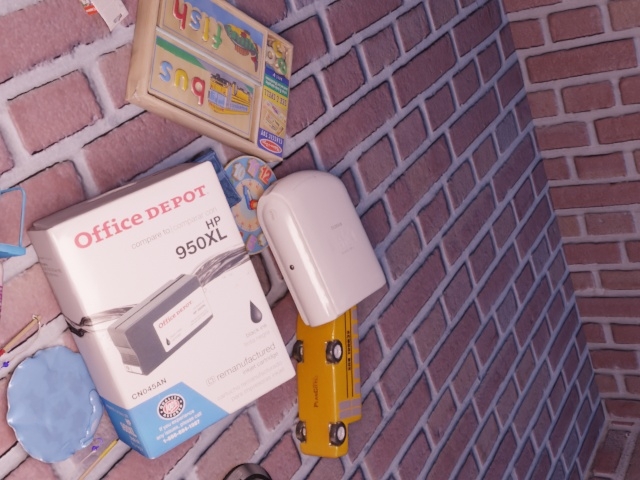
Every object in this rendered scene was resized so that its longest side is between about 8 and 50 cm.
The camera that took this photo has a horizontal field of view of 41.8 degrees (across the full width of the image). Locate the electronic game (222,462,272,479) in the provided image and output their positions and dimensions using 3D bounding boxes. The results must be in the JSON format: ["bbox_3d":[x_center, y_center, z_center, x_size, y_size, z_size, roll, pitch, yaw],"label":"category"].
[{"bbox_3d":[-0.146,0.564,1.678,0.229,0.048,0.229,24,62,-57],"label":"electronic game"}]

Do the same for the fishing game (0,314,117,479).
[{"bbox_3d":[-0.424,0.258,1.332,0.264,0.041,0.189,63,34,-21],"label":"fishing game"}]

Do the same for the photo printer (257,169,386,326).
[{"bbox_3d":[0.000,0.000,1.775,0.256,0.107,0.308,-25,92,-57],"label":"photo printer"}]

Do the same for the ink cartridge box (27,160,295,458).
[{"bbox_3d":[-0.254,0.102,1.365,0.285,0.166,0.395,-27,104,-27],"label":"ink cartridge box"}]

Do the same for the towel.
[{"bbox_3d":[-0.207,-0.111,1.640,0.067,0.029,0.119,-35,105,-29],"label":"towel"}]

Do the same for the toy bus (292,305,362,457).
[{"bbox_3d":[0.019,0.308,1.879,0.130,0.108,0.333,1,86,-56],"label":"toy bus"}]

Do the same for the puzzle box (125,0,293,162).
[{"bbox_3d":[-0.205,-0.340,1.671,0.409,0.052,0.272,19,73,-52],"label":"puzzle box"}]

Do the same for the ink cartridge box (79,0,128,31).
[{"bbox_3d":[-0.386,-0.424,1.448,0.115,0.029,0.063,61,43,-33],"label":"ink cartridge box"}]

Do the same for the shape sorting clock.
[{"bbox_3d":[-0.146,-0.073,1.739,0.206,0.040,0.206,7,81,-53],"label":"shape sorting clock"}]

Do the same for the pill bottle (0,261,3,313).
[{"bbox_3d":[-0.515,0.168,1.102,0.169,0.169,0.302,12,78,-53],"label":"pill bottle"}]

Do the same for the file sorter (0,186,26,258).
[{"bbox_3d":[-0.515,-0.035,1.165,0.170,0.118,0.105,14,72,-53],"label":"file sorter"}]
